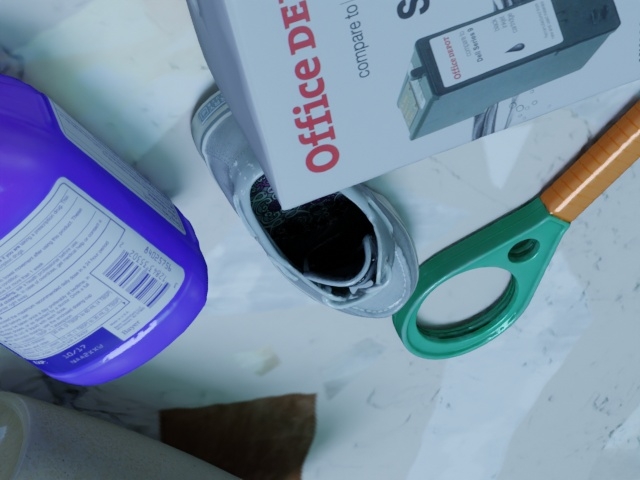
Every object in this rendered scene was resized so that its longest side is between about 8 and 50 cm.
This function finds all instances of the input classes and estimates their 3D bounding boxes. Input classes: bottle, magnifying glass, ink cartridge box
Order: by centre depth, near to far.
[{"bbox_3d":[0.076,-0.162,0.847,0.289,0.121,0.211,-21,140,-5],"label":"ink cartridge box"},{"bbox_3d":[-0.173,-0.024,0.890,0.118,0.092,0.283,-36,140,11],"label":"bottle"},{"bbox_3d":[0.136,-0.003,1.134,0.092,0.026,0.231,20,122,-41],"label":"magnifying glass"}]

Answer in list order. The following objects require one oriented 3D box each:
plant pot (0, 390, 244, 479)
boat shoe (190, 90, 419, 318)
[{"bbox_3d":[-0.138,0.221,1.093,0.256,0.256,0.274,-36,123,13],"label":"plant pot"},{"bbox_3d":[0.001,-0.001,1.017,0.079,0.081,0.227,-33,140,8],"label":"boat shoe"}]
